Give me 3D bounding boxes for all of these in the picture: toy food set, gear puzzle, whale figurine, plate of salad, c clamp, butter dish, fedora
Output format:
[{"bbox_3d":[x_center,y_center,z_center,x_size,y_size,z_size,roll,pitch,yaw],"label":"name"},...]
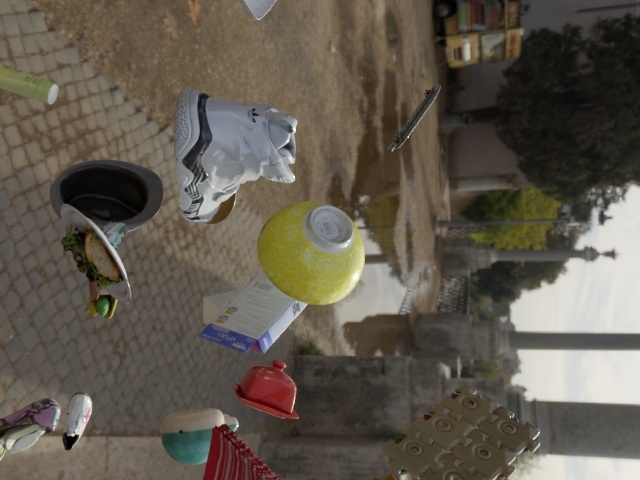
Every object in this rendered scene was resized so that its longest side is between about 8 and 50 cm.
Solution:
[{"bbox_3d":[-0.672,0.153,1.762,0.071,0.128,0.218,-13,143,-43],"label":"toy food set"},{"bbox_3d":[0.204,0.361,0.944,0.339,0.175,0.044,-22,126,-38],"label":"gear puzzle"},{"bbox_3d":[-0.330,0.544,1.632,0.272,0.216,0.141,52,30,-72],"label":"whale figurine"},{"bbox_3d":[-0.393,0.030,0.999,0.048,0.200,0.200,-38,131,-32],"label":"plate of salad"},{"bbox_3d":[0.174,-0.231,1.104,0.160,0.022,0.137,-54,-176,23],"label":"c clamp"},{"bbox_3d":[-0.120,0.345,1.410,0.118,0.160,0.160,-67,-167,-6],"label":"butter dish"},{"bbox_3d":[-0.554,-0.090,1.527,0.124,0.275,0.243,114,-28,-51],"label":"fedora"}]

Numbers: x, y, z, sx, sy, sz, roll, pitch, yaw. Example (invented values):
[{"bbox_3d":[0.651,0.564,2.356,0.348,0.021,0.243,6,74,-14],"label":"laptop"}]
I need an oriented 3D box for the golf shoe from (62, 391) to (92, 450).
[{"bbox_3d":[-0.715,0.531,1.718,0.086,0.067,0.186,-111,-143,-61],"label":"golf shoe"}]

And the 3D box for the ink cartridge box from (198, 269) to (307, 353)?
[{"bbox_3d":[-0.168,0.201,1.624,0.311,0.186,0.065,-44,132,-39],"label":"ink cartridge box"}]

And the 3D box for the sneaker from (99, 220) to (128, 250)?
[{"bbox_3d":[-0.500,-0.003,1.359,0.098,0.069,0.038,-61,151,-30],"label":"sneaker"}]

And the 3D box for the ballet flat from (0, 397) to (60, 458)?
[{"bbox_3d":[-0.601,0.379,1.125,0.077,0.221,0.079,57,11,-39],"label":"ballet flat"}]

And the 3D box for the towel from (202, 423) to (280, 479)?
[{"bbox_3d":[-0.147,0.510,1.138,0.031,0.275,0.199,1,108,-43],"label":"towel"}]

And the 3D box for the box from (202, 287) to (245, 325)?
[{"bbox_3d":[-0.273,0.225,1.882,0.170,0.130,0.091,-10,108,-37],"label":"box"}]

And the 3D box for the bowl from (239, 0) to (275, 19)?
[{"bbox_3d":[-0.224,-0.826,1.948,0.142,0.053,0.142,-58,135,-23],"label":"bowl"}]

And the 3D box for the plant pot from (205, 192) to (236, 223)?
[{"bbox_3d":[-0.375,-0.174,1.981,0.032,0.236,0.236,-23,110,-60],"label":"plant pot"}]

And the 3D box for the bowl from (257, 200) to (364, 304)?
[{"bbox_3d":[0.000,0.000,1.476,0.156,0.289,0.289,125,-20,-50],"label":"bowl"}]

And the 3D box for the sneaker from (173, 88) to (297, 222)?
[{"bbox_3d":[-0.157,-0.135,1.099,0.366,0.210,0.137,108,-16,-63],"label":"sneaker"}]

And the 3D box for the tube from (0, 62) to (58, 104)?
[{"bbox_3d":[-0.865,-0.451,1.642,0.070,0.240,0.062,-79,-170,-72],"label":"tube"}]
